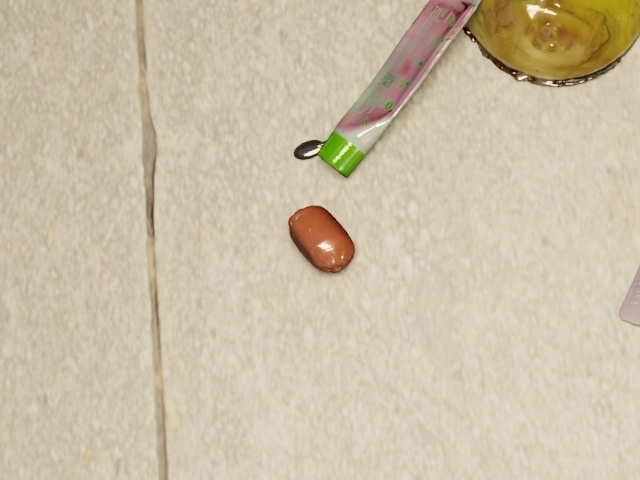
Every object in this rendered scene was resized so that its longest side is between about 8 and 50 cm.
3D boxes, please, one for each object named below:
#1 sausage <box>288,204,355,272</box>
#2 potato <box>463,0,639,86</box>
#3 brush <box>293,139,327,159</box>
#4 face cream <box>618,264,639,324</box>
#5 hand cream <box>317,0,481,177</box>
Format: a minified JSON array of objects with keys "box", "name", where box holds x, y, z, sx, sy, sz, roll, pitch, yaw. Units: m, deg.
[{"box":[0.000,0.000,1.689,0.054,0.059,0.094,-28,63,-23],"name":"sausage"},{"box":[0.267,-0.432,1.666,0.290,0.296,0.397,14,73,19],"name":"potato"},{"box":[0.005,-0.123,1.761,0.083,0.008,0.024,-21,72,4],"name":"brush"},{"box":[0.485,0.060,1.553,0.274,0.096,0.154,19,78,32],"name":"face cream"},{"box":[0.095,-0.203,1.724,0.079,0.050,0.275,37,91,24],"name":"hand cream"}]
